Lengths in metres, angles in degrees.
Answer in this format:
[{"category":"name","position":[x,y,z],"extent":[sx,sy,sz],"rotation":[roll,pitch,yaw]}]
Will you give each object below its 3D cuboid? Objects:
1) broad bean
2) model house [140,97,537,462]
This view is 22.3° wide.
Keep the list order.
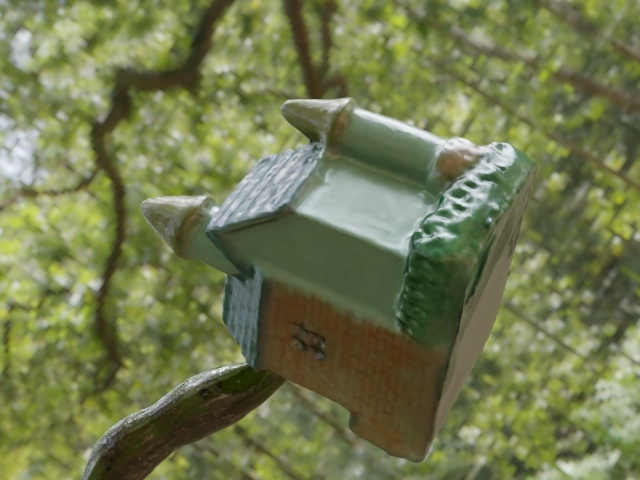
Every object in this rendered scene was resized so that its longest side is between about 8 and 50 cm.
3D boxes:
[{"category":"broad bean","position":[-0.157,0.197,1.742],"extent":[0.339,0.077,0.061],"rotation":[-33,41,10]},{"category":"model house","position":[0.000,0.000,1.464],"extent":[0.267,0.325,0.194],"rotation":[99,-163,-46]}]
